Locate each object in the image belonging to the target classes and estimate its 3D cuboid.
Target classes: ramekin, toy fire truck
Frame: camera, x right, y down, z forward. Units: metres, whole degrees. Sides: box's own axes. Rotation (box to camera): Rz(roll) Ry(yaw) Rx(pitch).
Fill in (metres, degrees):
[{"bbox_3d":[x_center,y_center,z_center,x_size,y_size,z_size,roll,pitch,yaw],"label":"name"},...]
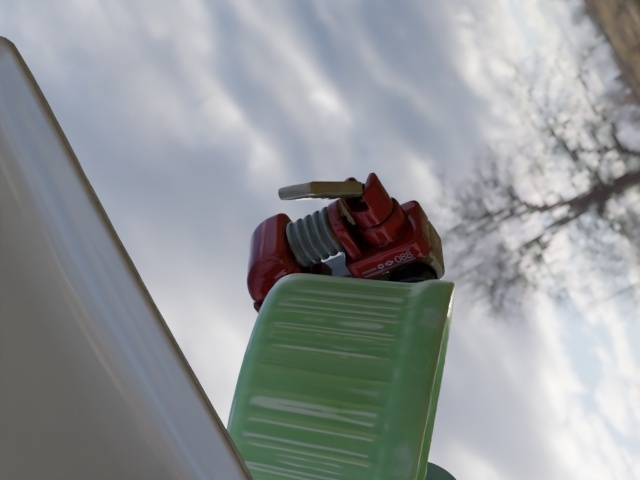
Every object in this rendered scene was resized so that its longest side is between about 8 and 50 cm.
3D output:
[{"bbox_3d":[0.014,0.171,1.105,0.303,0.148,0.303,10,-90,-83],"label":"ramekin"},{"bbox_3d":[0.000,0.000,1.492,0.246,0.217,0.158,56,-159,-34],"label":"toy fire truck"}]

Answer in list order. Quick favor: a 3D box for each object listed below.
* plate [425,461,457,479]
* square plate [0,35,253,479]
[{"bbox_3d":[0.086,0.338,1.542,0.188,0.188,0.024,52,-176,-25],"label":"plate"},{"bbox_3d":[-0.256,0.077,0.728,0.347,0.049,0.344,-23,-104,-29],"label":"square plate"}]
